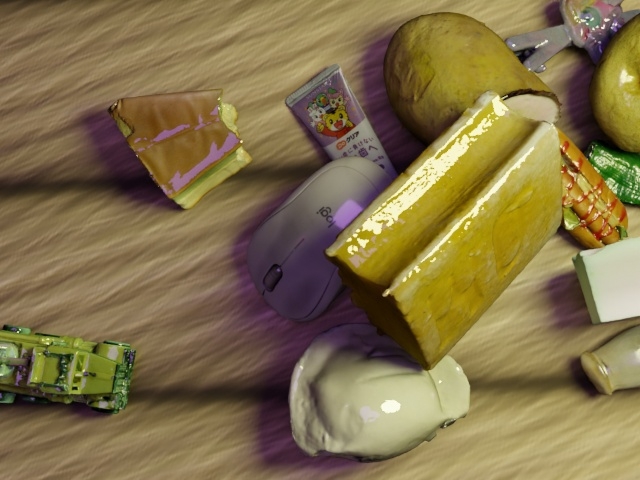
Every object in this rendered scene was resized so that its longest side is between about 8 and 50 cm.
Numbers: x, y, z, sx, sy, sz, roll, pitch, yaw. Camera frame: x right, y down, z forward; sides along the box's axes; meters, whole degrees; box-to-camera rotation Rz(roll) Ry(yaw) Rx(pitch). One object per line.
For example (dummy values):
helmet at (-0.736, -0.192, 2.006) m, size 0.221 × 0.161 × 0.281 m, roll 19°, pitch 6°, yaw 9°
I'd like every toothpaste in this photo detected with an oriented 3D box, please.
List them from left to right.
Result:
toothpaste at (0.055, -0.161, 1.330) m, size 0.114 × 0.073 × 0.299 m, roll -35°, pitch 73°, yaw 13°

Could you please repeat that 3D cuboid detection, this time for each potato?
potato at (0.215, -0.251, 1.267) m, size 0.229 × 0.229 × 0.266 m, roll -30°, pitch 63°, yaw 0°

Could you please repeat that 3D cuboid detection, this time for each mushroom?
mushroom at (0.580, 0.170, 1.201) m, size 0.352 × 0.097 × 0.109 m, roll -7°, pitch 77°, yaw 9°

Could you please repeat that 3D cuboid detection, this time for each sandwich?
sandwich at (-0.235, -0.194, 1.342) m, size 0.186 × 0.108 × 0.220 m, roll -39°, pitch 76°, yaw -2°

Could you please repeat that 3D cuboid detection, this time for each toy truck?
toy truck at (-0.443, 0.214, 1.276) m, size 0.260 × 0.135 × 0.128 m, roll 8°, pitch 81°, yaw 4°

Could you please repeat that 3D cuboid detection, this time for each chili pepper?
chili pepper at (0.533, -0.097, 1.268) m, size 0.224 × 0.061 × 0.098 m, roll 19°, pitch 77°, yaw 8°

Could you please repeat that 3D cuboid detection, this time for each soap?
soap at (0.190, -0.003, 1.125) m, size 0.335 × 0.293 × 0.156 m, roll -45°, pitch 55°, yaw -13°
soap at (0.562, 0.042, 1.164) m, size 0.347 × 0.208 × 0.115 m, roll -11°, pitch 79°, yaw 3°

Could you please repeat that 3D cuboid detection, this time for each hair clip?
hair clip at (0.420, -0.340, 1.310) m, size 0.278 × 0.090 × 0.137 m, roll -28°, pitch 85°, yaw 1°

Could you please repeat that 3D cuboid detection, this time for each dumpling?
dumpling at (0.083, 0.232, 1.225) m, size 0.175 × 0.243 × 0.226 m, roll -43°, pitch 53°, yaw 35°

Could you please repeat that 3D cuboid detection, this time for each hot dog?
hot dog at (0.390, -0.082, 1.226) m, size 0.104 × 0.076 × 0.250 m, roll -40°, pitch 108°, yaw 9°

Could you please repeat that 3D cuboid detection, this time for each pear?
pear at (0.530, -0.251, 1.225) m, size 0.188 × 0.211 × 0.228 m, roll 32°, pitch 115°, yaw 25°

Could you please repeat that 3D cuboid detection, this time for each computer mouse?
computer mouse at (0.000, 0.000, 1.239) m, size 0.297 × 0.121 × 0.184 m, roll -39°, pitch 78°, yaw 16°
